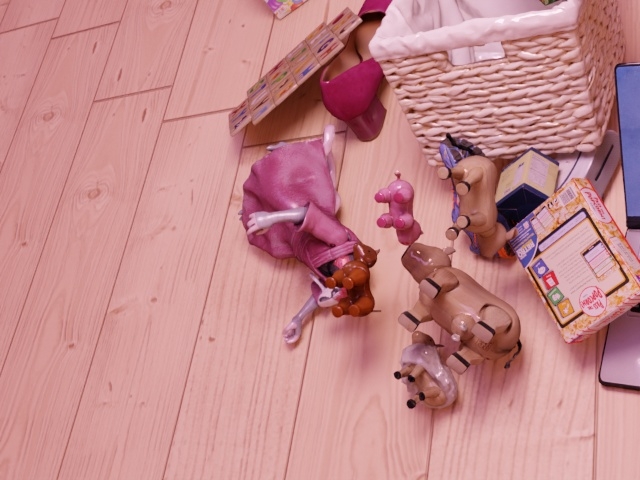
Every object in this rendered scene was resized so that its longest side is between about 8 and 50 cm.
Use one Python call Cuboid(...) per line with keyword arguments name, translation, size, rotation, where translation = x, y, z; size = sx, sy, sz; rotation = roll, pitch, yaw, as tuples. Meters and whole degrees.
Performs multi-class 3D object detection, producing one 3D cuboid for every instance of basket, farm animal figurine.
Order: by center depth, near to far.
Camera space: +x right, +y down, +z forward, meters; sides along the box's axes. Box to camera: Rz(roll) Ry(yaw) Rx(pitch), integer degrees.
Cuboid(name="farm animal figurine", translation=(0.193, 0.052, 1.361), size=(0.330, 0.172, 0.326), rotation=(-41, 79, 34))
Cuboid(name="basket", translation=(0.307, -0.329, 1.481), size=(0.328, 0.266, 0.331), rotation=(-4, 43, 30))

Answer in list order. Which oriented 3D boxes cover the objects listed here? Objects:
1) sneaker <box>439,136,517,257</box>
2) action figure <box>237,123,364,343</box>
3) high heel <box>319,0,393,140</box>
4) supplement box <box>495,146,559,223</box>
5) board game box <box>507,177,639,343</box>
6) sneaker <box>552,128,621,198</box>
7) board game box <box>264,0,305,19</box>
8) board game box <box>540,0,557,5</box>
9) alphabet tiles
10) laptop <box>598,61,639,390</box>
Cuboid(name="sneaker", translation=(0.241, -0.063, 1.460), size=(0.087, 0.221, 0.083), rotation=(-17, 13, 43))
Cuboid(name="action figure", translation=(0.000, 0.000, 1.599), size=(0.276, 0.248, 0.370), rotation=(-25, 45, -19))
Cuboid(name="high heel", translation=(0.084, -0.392, 1.756), size=(0.127, 0.181, 0.377), rotation=(-10, 58, 26))
Cuboid(name="supplement box", translation=(0.324, -0.086, 1.417), size=(0.083, 0.056, 0.083), rotation=(-43, 23, 55))
Cuboid(name="board game box", translation=(0.370, 0.030, 1.296), size=(0.147, 0.045, 0.193), rotation=(-45, 58, 38))
Cuboid(name="sneaker", translation=(0.392, -0.068, 1.445), size=(0.091, 0.094, 0.258), rotation=(11, 62, 55))
Cuboid(name="board game box", translation=(-0.115, -0.666, 2.071), size=(0.142, 0.144, 0.275), rotation=(-34, 49, 9))
Cuboid(name="board game box", translation=(0.345, -0.430, 1.336), size=(0.136, 0.030, 0.259), rotation=(-25, 35, 5))
Cuboid(name="alphabet tiles", translation=(-0.059, -0.346, 1.828), size=(0.342, 0.011, 0.285), rotation=(-40, 20, 10))
Cuboid(name="laptop", translation=(0.571, -0.010, 1.191), size=(0.382, 0.236, 0.407), rotation=(3, 64, 33))
